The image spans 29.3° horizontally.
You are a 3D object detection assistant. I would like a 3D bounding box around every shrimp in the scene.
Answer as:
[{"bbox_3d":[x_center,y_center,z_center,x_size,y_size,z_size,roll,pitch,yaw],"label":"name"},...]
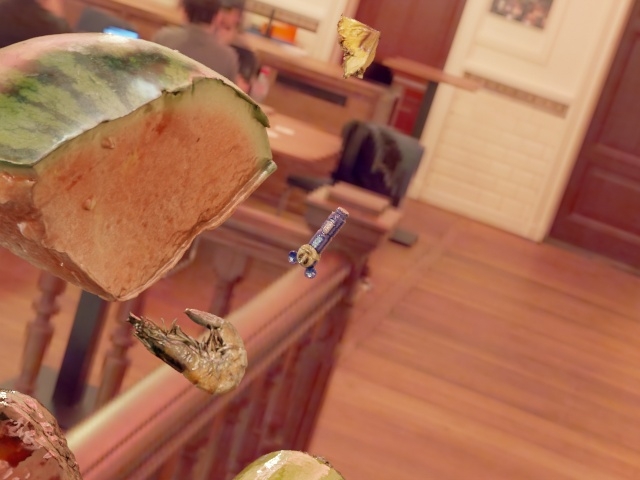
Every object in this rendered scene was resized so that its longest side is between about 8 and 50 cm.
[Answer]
[{"bbox_3d":[-0.161,0.122,1.501,0.161,0.091,0.034,33,-21,-8],"label":"shrimp"}]

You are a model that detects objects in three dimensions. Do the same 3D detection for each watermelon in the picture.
[{"bbox_3d":[-0.200,-0.100,1.132,0.319,0.292,0.222,41,-22,-10],"label":"watermelon"}]

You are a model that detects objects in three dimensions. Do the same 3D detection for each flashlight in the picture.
[{"bbox_3d":[0.000,0.000,1.909,0.057,0.121,0.035,42,13,16],"label":"flashlight"}]

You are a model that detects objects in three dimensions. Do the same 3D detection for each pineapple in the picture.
[{"bbox_3d":[0.066,-0.318,2.086,0.077,0.114,0.114,-3,-33,27],"label":"pineapple"}]

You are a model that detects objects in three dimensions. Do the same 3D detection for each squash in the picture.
[{"bbox_3d":[-0.073,0.404,1.603,0.189,0.189,0.260,20,22,10],"label":"squash"}]

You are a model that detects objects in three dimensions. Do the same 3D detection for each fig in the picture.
[{"bbox_3d":[-0.387,0.291,1.428,0.263,0.224,0.224,-19,-9,33],"label":"fig"}]

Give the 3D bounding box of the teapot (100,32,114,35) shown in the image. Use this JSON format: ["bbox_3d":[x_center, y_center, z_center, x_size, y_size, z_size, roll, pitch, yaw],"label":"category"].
[{"bbox_3d":[-0.327,-0.237,1.779,0.116,0.116,0.173,13,16,-19],"label":"teapot"}]
